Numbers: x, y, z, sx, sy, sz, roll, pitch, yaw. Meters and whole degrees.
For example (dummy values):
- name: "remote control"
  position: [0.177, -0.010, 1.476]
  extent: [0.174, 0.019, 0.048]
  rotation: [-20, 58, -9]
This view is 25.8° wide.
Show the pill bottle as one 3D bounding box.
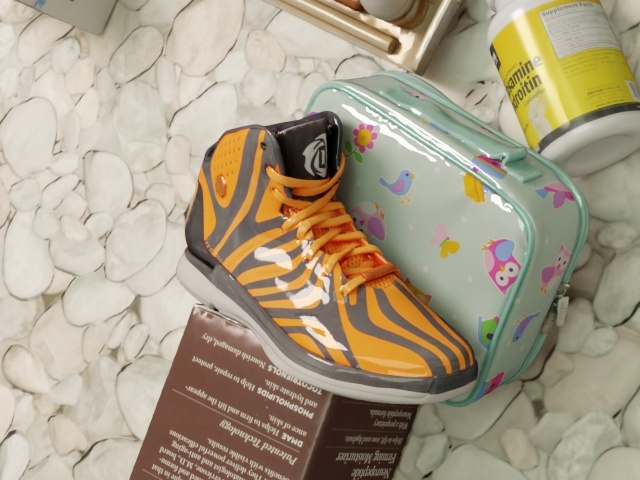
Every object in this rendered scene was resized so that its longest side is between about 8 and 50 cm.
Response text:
- name: "pill bottle"
  position: [0.203, -0.153, 1.191]
  extent: [0.103, 0.103, 0.184]
  rotation: [-28, 69, 23]

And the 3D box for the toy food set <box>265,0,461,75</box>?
- name: "toy food set"
  position: [0.027, -0.310, 1.322]
  extent: [0.306, 0.092, 0.219]
  rotation: [31, 97, 29]

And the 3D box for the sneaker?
- name: "sneaker"
  position: [0.000, 0.000, 1.119]
  extent: [0.321, 0.125, 0.180]
  rotation: [26, 117, 37]

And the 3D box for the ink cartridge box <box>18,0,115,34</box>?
- name: "ink cartridge box"
  position: [-0.326, -0.303, 1.452]
  extent: [0.154, 0.212, 0.093]
  rotation: [27, 92, 31]

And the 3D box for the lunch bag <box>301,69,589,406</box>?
- name: "lunch bag"
  position: [0.091, -0.009, 1.194]
  extent: [0.279, 0.108, 0.224]
  rotation: [36, 121, 31]

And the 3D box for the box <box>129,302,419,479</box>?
- name: "box"
  position: [-0.039, 0.181, 1.234]
  extent: [0.167, 0.168, 0.203]
  rotation: [21, 93, 30]
